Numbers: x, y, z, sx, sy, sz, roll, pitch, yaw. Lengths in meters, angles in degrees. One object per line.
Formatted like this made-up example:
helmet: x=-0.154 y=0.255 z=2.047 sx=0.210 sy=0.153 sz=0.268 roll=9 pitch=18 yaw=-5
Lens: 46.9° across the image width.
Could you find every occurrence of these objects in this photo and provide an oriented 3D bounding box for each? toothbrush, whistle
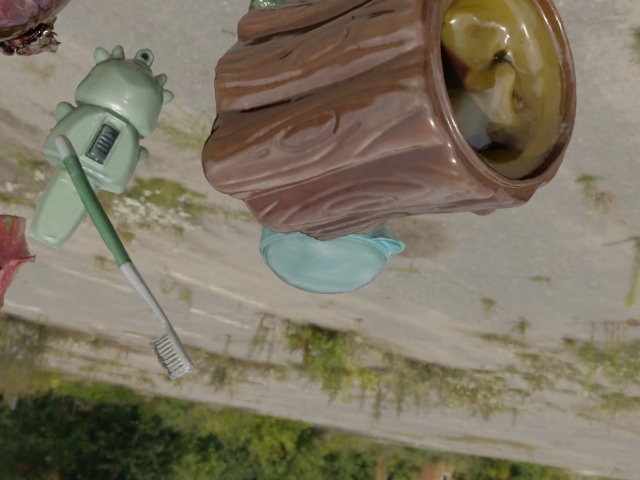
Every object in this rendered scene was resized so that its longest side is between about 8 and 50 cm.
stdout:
toothbrush: x=-0.174 y=0.007 z=0.630 sx=0.024 sy=0.257 sz=0.018 roll=-30 pitch=159 yaw=-7
whistle: x=-0.251 y=-0.109 z=0.835 sx=0.101 sy=0.253 sz=0.106 roll=22 pitch=167 yaw=4

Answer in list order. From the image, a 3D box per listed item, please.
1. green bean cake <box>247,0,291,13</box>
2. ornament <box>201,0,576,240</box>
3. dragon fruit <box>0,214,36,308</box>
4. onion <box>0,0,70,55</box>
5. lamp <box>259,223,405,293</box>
green bean cake: x=-0.003 y=-0.357 z=0.995 sx=0.156 sy=0.250 sz=0.247 roll=21 pitch=177 yaw=-9
ornament: x=0.057 y=-0.100 z=0.563 sx=0.217 sy=0.235 sz=0.221 roll=-4 pitch=119 yaw=49
dragon fruit: x=-0.650 y=0.059 z=1.162 sx=0.370 sy=0.249 sz=0.386 roll=0 pitch=179 yaw=29
onion: x=-0.503 y=-0.400 z=1.132 sx=0.347 sy=0.348 sz=0.286 roll=3 pitch=136 yaw=21
lamp: x=-0.002 y=0.012 z=1.198 sx=0.209 sy=0.147 sz=0.284 roll=15 pitch=177 yaw=-20
